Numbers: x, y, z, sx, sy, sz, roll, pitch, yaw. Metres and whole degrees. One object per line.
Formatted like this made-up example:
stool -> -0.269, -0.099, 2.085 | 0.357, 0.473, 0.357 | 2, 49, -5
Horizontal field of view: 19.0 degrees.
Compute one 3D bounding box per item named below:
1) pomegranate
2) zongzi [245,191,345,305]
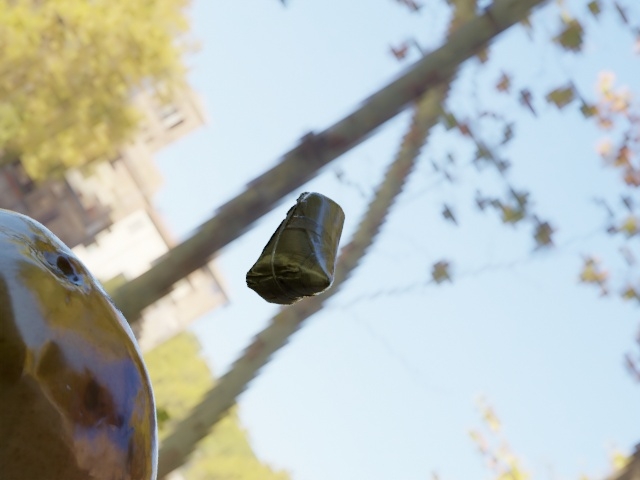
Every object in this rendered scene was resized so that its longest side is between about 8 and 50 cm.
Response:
pomegranate -> -0.261, 0.130, 1.203 | 0.319, 0.319, 0.319 | 56, -10, 15
zongzi -> 0.000, 0.000, 1.122 | 0.040, 0.076, 0.083 | 40, -26, -18
